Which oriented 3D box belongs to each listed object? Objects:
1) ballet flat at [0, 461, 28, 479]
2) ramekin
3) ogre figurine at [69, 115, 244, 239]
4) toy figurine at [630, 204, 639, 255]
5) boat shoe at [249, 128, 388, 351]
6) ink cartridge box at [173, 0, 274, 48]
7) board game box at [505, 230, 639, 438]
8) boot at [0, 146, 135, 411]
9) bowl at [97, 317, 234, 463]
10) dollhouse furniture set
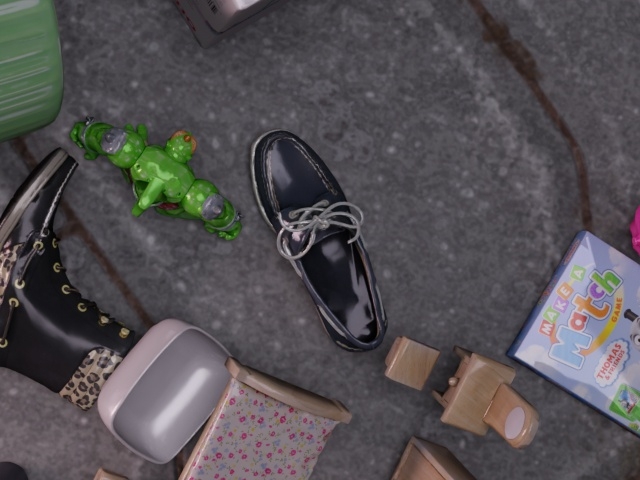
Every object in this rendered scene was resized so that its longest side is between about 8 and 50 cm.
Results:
[{"bbox_3d":[-0.374,0.306,1.920,0.203,0.074,0.074,-43,96,-9],"label":"ballet flat"},{"bbox_3d":[-0.356,-0.226,1.827,0.148,0.303,0.303,-16,91,-18],"label":"ramekin"},{"bbox_3d":[-0.162,-0.064,1.941,0.097,0.118,0.197,-38,96,-9],"label":"ogre figurine"},{"bbox_3d":[0.416,-0.007,2.049,0.159,0.173,0.130,17,125,8],"label":"toy figurine"},{"bbox_3d":[0.000,0.000,1.988,0.095,0.079,0.254,-20,92,-10],"label":"boat shoe"},{"bbox_3d":[-0.070,-0.337,1.887,0.197,0.270,0.198,-32,94,-11],"label":"ink cartridge box"},{"bbox_3d":[0.332,0.112,2.064,0.211,0.039,0.160,32,84,-7],"label":"board game box"},{"bbox_3d":[-0.262,0.043,1.940,0.179,0.085,0.236,30,90,-10],"label":"boot"},{"bbox_3d":[-0.163,0.148,1.941,0.053,0.142,0.142,35,82,33],"label":"bowl"},{"bbox_3d":[-0.003,0.215,1.880,0.356,0.174,0.303,23,98,-24],"label":"dollhouse furniture set"}]
